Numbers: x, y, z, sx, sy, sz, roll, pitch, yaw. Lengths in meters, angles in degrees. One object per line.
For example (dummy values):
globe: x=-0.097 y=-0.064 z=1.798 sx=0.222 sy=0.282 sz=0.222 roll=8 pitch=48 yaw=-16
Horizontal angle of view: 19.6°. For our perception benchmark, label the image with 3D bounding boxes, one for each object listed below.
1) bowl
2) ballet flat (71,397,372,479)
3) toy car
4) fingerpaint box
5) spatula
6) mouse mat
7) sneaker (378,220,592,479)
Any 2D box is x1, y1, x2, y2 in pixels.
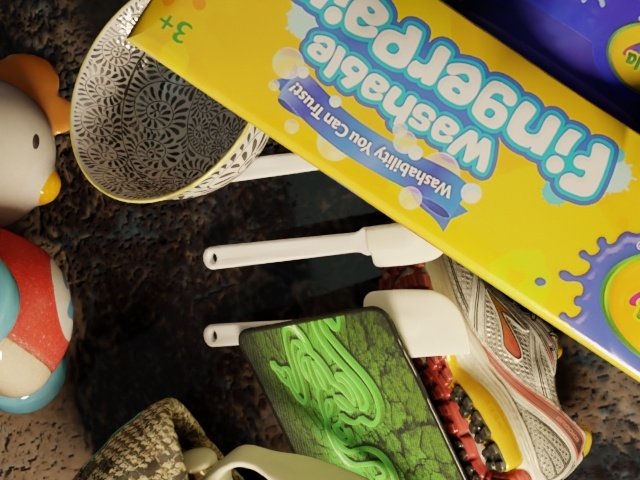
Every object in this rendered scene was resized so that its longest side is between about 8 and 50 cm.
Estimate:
bowl: x=-0.085 y=-0.094 z=1.302 sx=0.170 sy=0.080 sz=0.170 roll=-13 pitch=66 yaw=31
ballet flat: x=0.042 y=0.279 z=1.287 sx=0.483 sy=0.164 sz=0.182 roll=37 pitch=103 yaw=4
toy car: x=-0.242 y=-0.028 z=1.337 sx=0.210 sy=0.219 sz=0.238 roll=25 pitch=76 yaw=11
fingerpaint box: x=0.172 y=-0.150 z=1.123 sx=0.445 sy=0.163 sz=0.371 roll=34 pitch=94 yaw=-1
spatula: x=0.000 y=0.000 z=1.295 sx=0.242 sy=0.019 sz=0.168 roll=-5 pitch=95 yaw=41
mouse mat: x=0.029 y=0.137 z=1.307 sx=0.153 sy=0.007 sz=0.189 roll=-13 pitch=107 yaw=44
sneaker: x=0.111 y=0.072 z=1.293 sx=0.093 sy=0.088 sz=0.225 roll=-20 pitch=79 yaw=-24
